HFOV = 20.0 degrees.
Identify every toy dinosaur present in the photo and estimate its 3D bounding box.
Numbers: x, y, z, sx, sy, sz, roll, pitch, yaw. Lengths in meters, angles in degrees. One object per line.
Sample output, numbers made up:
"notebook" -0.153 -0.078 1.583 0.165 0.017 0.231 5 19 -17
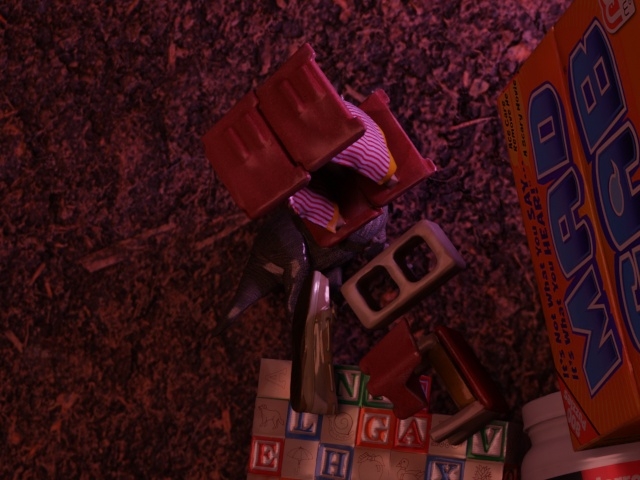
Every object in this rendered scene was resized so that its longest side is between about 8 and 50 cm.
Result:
"toy dinosaur" 0.000 0.000 2.020 0.313 0.121 0.160 -44 53 19

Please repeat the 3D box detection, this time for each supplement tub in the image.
"supplement tub" 0.300 0.281 1.755 0.191 0.191 0.272 -16 75 24

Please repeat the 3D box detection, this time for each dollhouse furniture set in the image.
"dollhouse furniture set" 0.064 0.009 1.811 0.152 0.201 0.374 -39 69 14

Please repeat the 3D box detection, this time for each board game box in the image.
"board game box" 0.404 -0.042 1.587 0.357 0.356 0.356 -7 74 -14

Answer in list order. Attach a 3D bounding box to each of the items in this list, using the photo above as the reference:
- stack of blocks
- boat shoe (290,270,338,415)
"stack of blocks" 0.074 0.224 1.939 0.297 0.087 0.171 4 82 28
"boat shoe" -0.001 0.109 1.926 0.056 0.048 0.153 142 133 -66
